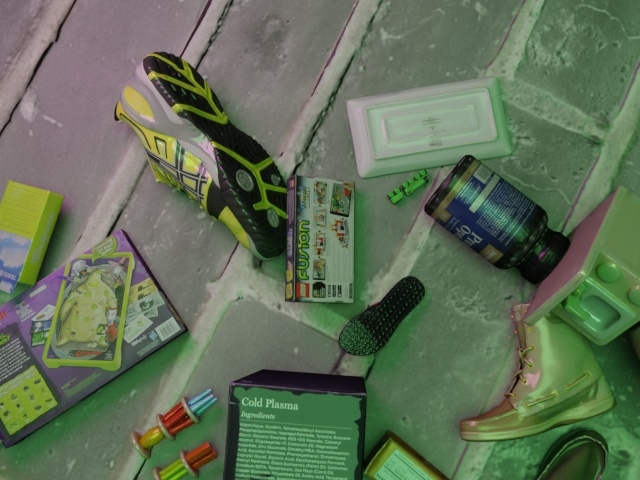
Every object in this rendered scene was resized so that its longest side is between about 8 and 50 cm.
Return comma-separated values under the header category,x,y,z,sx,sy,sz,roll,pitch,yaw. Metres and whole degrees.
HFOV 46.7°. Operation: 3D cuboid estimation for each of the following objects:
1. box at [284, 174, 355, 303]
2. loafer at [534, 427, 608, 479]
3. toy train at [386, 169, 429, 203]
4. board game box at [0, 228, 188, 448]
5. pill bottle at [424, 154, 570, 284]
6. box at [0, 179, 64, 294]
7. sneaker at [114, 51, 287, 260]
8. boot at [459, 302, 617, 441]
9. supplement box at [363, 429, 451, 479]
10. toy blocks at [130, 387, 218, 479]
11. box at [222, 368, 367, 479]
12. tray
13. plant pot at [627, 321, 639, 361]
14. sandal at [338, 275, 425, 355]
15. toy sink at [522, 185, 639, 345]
category,x,y,z,sx,sy,sz,roll,pitch,yaw
box,0.000,0.000,1.232,0.114,0.036,0.207,5,82,-26
loafer,0.378,0.411,1.174,0.094,0.087,0.251,35,85,5
toy train,0.152,-0.092,1.274,0.083,0.017,0.024,-34,94,-3
board game box,-0.421,0.161,1.238,0.346,0.056,0.208,-33,88,-3
pill bottle,0.289,-0.031,1.212,0.219,0.123,0.123,38,85,5
box,-0.504,-0.004,1.239,0.109,0.042,0.178,14,83,29
sneaker,-0.190,-0.124,1.242,0.147,0.145,0.385,-34,91,33
boot,0.326,0.204,1.193,0.261,0.095,0.204,-14,84,-7
supplement box,0.178,0.410,1.183,0.233,0.078,0.080,42,88,6
toy blocks,-0.216,0.323,1.210,0.148,0.054,0.123,-34,83,-4
box,-0.031,0.353,1.059,0.178,0.343,0.313,3,84,3
tray,0.188,-0.199,1.280,0.270,0.030,0.145,-9,84,0
plant pot,0.584,0.134,1.116,0.191,0.284,0.284,32,85,11
sandal,0.103,0.130,1.242,0.179,0.040,0.067,-40,90,-18
toy sink,0.435,0.057,1.131,0.131,0.153,0.234,37,48,6
